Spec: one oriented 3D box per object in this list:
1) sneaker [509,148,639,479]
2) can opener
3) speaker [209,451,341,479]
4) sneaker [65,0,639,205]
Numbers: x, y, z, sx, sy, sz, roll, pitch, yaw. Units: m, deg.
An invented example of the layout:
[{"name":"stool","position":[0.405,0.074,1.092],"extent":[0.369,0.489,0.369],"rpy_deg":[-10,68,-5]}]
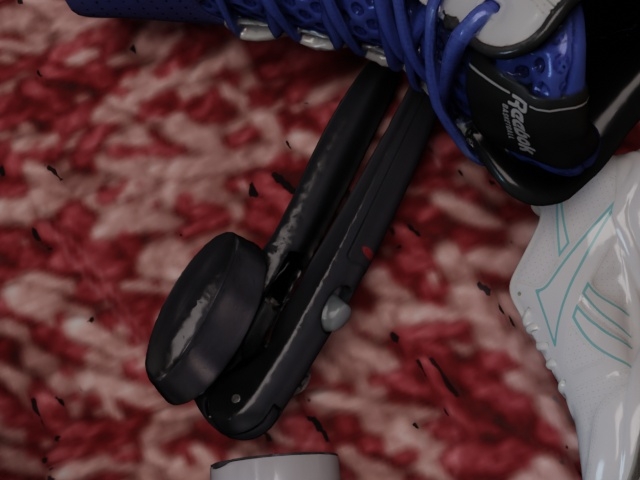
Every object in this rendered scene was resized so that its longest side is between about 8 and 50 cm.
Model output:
[{"name":"sneaker","position":[0.109,0.037,0.541],"extent":[0.061,0.054,0.152],"rpy_deg":[-2,70,19]},{"name":"can opener","position":[0.000,0.000,0.563],"extent":[0.059,0.073,0.186],"rpy_deg":[29,74,23]},{"name":"speaker","position":[-0.014,0.155,0.527],"extent":[0.055,0.055,0.136],"rpy_deg":[-8,75,8]},{"name":"sneaker","position":[0.039,-0.111,0.519],"extent":[0.315,0.127,0.182],"rpy_deg":[-3,53,8]}]
